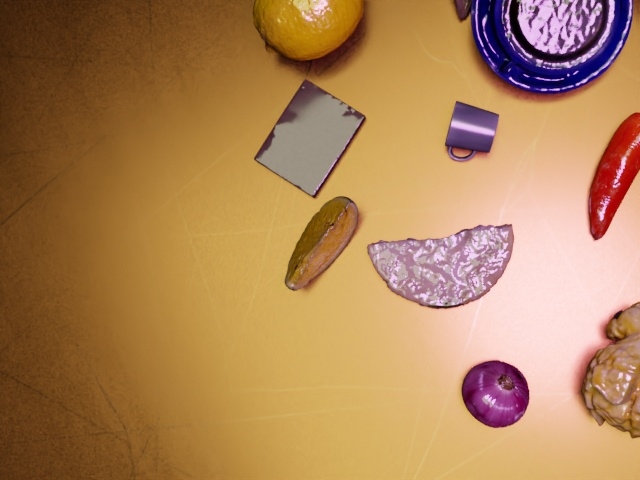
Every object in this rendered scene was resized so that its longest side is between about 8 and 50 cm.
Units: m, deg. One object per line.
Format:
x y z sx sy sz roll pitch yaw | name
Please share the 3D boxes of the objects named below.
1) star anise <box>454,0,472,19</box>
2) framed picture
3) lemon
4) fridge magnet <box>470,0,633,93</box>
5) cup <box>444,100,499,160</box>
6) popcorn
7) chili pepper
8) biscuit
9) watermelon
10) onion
0.246 -0.549 1.687 0.349 0.109 0.292 -37 87 19 | star anise
-0.019 -0.178 1.747 0.128 0.023 0.168 33 91 8 | framed picture
-0.021 -0.398 1.692 0.193 0.180 0.181 -23 82 27 | lemon
0.380 -0.374 1.637 0.265 0.113 0.266 0 103 2 | fridge magnet
0.254 -0.179 1.690 0.077 0.078 0.100 15 122 5 | cup
0.510 0.213 1.585 0.168 0.173 0.195 51 63 -27 | popcorn
0.501 -0.130 1.654 0.071 0.063 0.272 27 92 21 | chili pepper
0.209 0.049 1.693 0.250 0.032 0.133 -8 84 7 | biscuit
-0.006 -0.005 1.701 0.075 0.092 0.181 38 100 22 | watermelon
0.287 0.254 1.640 0.115 0.104 0.115 8 46 -9 | onion
